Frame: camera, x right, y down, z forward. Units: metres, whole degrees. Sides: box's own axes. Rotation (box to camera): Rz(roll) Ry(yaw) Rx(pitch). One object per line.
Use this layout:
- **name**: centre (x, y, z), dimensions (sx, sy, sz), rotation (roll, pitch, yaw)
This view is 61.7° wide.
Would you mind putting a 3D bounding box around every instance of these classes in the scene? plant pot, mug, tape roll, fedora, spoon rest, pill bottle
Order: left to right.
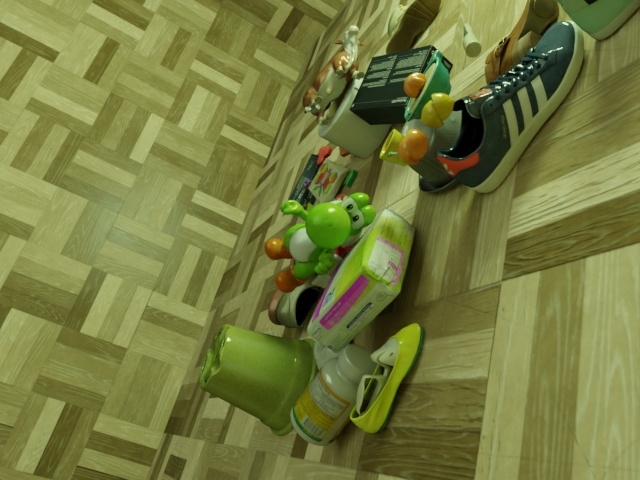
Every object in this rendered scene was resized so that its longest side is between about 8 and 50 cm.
- **plant pot**: centre (-0.181, 0.356, 1.465), dimensions (0.276, 0.254, 0.276), rotation (-52, 22, 31)
- **spoon rest**: centre (0.031, 0.218, 1.375), dimensions (0.137, 0.084, 0.276), rotation (-47, 39, 46)
- **pill bottle**: centre (0.033, 0.324, 1.135), dimensions (0.208, 0.117, 0.117), rotation (-57, 20, 22)
- **mug**: centre (0.069, -0.034, 1.569), dimensions (0.169, 0.150, 0.113), rotation (-63, -27, -10)
- **tape roll**: centre (0.122, -0.416, 1.776), dimensions (0.246, 0.169, 0.246), rotation (-54, 20, 31)
- **fedora**: centre (0.265, -0.243, 1.228), dimensions (0.244, 0.124, 0.275), rotation (-40, 31, 51)

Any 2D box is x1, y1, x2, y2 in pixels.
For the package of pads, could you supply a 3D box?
- **package of pads**: centre (0.099, 0.076, 1.192), dimensions (0.229, 0.101, 0.296), rotation (-52, 5, 32)

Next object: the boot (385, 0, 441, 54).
- **boot**: centre (0.314, -0.776, 1.845), dimensions (0.262, 0.095, 0.203), rotation (-54, 19, 41)

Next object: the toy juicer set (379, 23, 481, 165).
- **toy juicer set**: centre (0.214, -0.299, 1.057), dimensions (0.329, 0.089, 0.209), rotation (-63, 6, 12)

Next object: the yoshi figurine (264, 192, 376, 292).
- **yoshi figurine**: centre (-0.023, -0.005, 1.358), dimensions (0.362, 0.203, 0.203), rotation (-38, 24, 42)

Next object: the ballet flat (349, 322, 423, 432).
- **ballet flat**: centre (0.123, 0.259, 1.038), dimensions (0.231, 0.077, 0.077), rotation (-66, 18, -3)

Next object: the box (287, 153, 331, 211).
- **box**: centre (-0.045, -0.230, 2.162), dimensions (0.233, 0.059, 0.183), rotation (-62, 18, 5)

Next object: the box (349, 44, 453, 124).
- **box**: centre (0.224, -0.436, 1.537), dimensions (0.261, 0.103, 0.184), rotation (17, 79, 56)

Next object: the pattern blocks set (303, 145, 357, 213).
- **pattern blocks set**: centre (0.023, -0.215, 1.922), dimensions (0.325, 0.026, 0.285), rotation (24, 90, 61)

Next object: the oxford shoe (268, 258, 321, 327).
- **oxford shoe**: centre (-0.029, 0.112, 1.647), dimensions (0.130, 0.123, 0.348), rotation (11, 73, 44)

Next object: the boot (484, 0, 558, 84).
- **boot**: centre (0.419, -0.436, 1.146), dimensions (0.197, 0.073, 0.152), rotation (-68, 14, -19)

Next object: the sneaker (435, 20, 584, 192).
- **sneaker**: centre (0.343, -0.266, 1.003), dimensions (0.350, 0.148, 0.131), rotation (-61, 19, 10)

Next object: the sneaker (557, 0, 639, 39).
- **sneaker**: centre (0.492, -0.468, 0.855), dimensions (0.256, 0.151, 0.094), rotation (-52, 21, 31)

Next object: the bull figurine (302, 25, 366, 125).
- **bull figurine**: centre (0.048, -0.505, 1.664), dimensions (0.310, 0.101, 0.188), rotation (-54, 23, 26)
